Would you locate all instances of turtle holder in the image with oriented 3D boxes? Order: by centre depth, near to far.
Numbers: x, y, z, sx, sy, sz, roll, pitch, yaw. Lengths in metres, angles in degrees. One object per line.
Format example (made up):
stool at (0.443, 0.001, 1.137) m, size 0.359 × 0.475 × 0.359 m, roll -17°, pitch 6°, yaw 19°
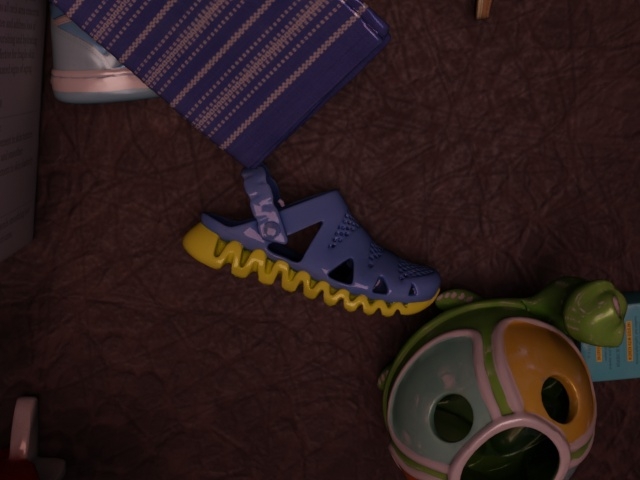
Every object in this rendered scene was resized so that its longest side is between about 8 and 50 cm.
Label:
turtle holder at (0.228, 0.193, 1.183) m, size 0.320 × 0.227 × 0.243 m, roll -25°, pitch 109°, yaw 7°

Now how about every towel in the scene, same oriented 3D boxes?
towel at (-0.119, -0.251, 1.059) m, size 0.336 × 0.040 × 0.243 m, roll 41°, pitch 121°, yaw -13°

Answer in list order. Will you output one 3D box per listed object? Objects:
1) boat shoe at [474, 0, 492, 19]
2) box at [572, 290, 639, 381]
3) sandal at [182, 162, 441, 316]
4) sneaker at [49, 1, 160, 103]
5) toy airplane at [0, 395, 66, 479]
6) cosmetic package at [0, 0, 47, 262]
boat shoe at (0.215, -0.326, 1.197) m, size 0.045 × 0.050 × 0.135 m, roll 14°, pitch 100°, yaw 2°
box at (0.442, 0.115, 1.278) m, size 0.244 × 0.060 × 0.100 m, roll -6°, pitch 101°, yaw 0°
sandal at (0.000, 0.000, 1.221) m, size 0.318 × 0.126 × 0.138 m, roll 18°, pitch 96°, yaw -6°
sneaker at (-0.167, -0.275, 1.155) m, size 0.319 × 0.127 × 0.208 m, roll -7°, pitch 107°, yaw 0°
toy airplane at (-0.406, 0.322, 1.147) m, size 0.273 × 0.384 × 0.386 m, roll -3°, pitch 58°, yaw -22°
cosmetic package at (-0.495, -0.172, 1.071) m, size 0.328 × 0.329 × 0.393 m, roll 6°, pitch 100°, yaw -1°
